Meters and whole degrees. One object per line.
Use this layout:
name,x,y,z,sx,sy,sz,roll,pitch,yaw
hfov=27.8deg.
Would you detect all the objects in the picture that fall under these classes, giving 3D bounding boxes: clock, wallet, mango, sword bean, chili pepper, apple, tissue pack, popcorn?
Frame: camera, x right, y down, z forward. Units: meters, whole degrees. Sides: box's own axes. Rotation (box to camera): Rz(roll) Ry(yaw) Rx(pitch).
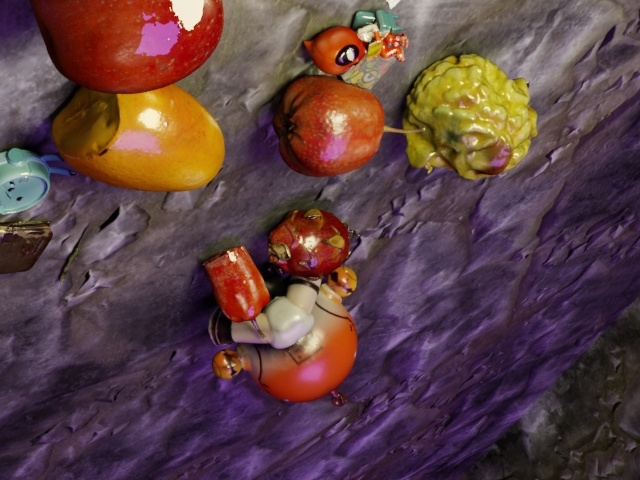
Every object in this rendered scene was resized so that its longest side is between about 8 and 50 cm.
clock,-0.407,-0.080,1.734,0.147,0.045,0.108,-25,156,-4
wallet,-0.500,0.020,1.837,0.232,0.031,0.122,-5,147,-40
mango,-0.221,-0.132,1.734,0.187,0.138,0.257,-32,151,33
sword bean,-0.390,0.038,2.005,0.012,0.012,0.083,-7,147,-39
chili pepper,-0.133,0.098,2.216,0.084,0.192,0.086,-36,-161,-29
apple,-0.213,-0.267,1.411,0.201,0.218,0.218,-23,153,-11
tissue pack,0.074,-0.264,1.913,0.063,0.035,0.083,6,138,-48
popcorn,0.235,-0.195,2.062,0.189,0.218,0.169,-35,-157,47

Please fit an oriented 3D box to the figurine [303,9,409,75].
figurine,0.048,-0.278,1.822,0.140,0.075,0.068,-12,152,-11

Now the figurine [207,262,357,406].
figurine,-0.046,0.182,2.406,0.320,0.196,0.323,-35,144,-3

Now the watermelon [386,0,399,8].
watermelon,0.057,-0.363,1.660,0.158,0.098,0.121,-22,139,-26

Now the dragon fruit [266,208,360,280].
dragon fruit,0.000,0.000,2.243,0.246,0.125,0.125,-9,124,-65

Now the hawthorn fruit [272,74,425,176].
hawthorn fruit,0.036,-0.167,1.903,0.203,0.162,0.162,1,142,-30
